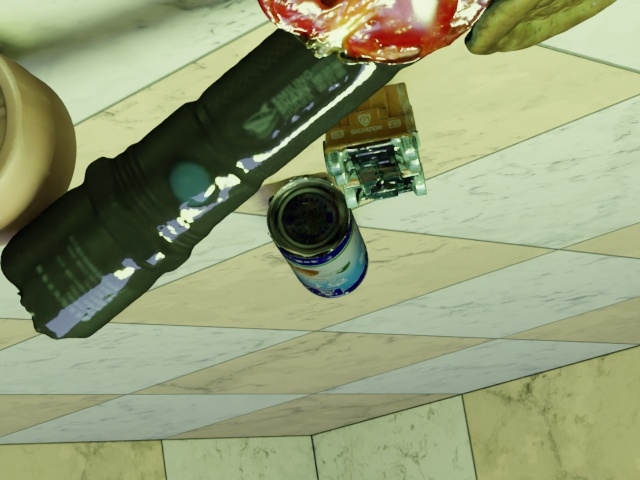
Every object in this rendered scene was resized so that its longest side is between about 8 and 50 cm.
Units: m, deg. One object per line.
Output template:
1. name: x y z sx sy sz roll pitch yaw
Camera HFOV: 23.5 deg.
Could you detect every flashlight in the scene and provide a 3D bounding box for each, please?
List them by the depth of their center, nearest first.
1. flashlight: -0.058 -0.077 1.131 0.424 0.103 0.103 -38 157 17

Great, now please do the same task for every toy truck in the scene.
1. toy truck: 0.043 -0.101 1.339 0.080 0.115 0.177 -10 165 4

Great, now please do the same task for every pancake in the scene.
1. pancake: 0.207 -0.201 1.108 0.250 0.031 0.250 -30 172 -4

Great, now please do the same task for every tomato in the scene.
1. tomato: 0.032 -0.190 1.001 0.159 0.091 0.139 19 131 -28

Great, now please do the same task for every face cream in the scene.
1. face cream: -0.274 -0.074 1.176 0.149 0.149 0.104 -12 167 12

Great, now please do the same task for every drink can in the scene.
1. drink can: 0.000 0.000 1.764 0.097 0.097 0.235 -10 166 4
